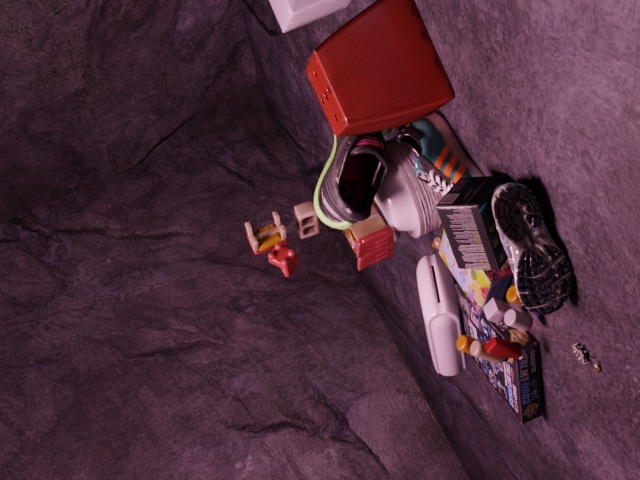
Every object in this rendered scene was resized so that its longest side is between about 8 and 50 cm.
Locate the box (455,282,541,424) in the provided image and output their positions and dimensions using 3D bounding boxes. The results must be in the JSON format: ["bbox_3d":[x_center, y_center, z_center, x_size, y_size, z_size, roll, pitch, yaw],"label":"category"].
[{"bbox_3d":[0.473,0.287,1.895,0.293,0.073,0.295,-125,13,-51],"label":"box"}]

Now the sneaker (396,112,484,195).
[{"bbox_3d":[0.282,-0.149,1.634,0.302,0.121,0.108,61,170,22],"label":"sneaker"}]

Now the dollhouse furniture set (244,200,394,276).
[{"bbox_3d":[0.000,0.000,2.020,0.152,0.374,0.201,83,162,-58],"label":"dollhouse furniture set"}]

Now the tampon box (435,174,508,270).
[{"bbox_3d":[0.333,-0.037,1.492,0.101,0.120,0.161,2,126,43],"label":"tampon box"}]

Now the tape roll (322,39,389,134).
[{"bbox_3d":[0.103,-0.446,2.098,0.321,0.077,0.321,155,90,-84],"label":"tape roll"}]

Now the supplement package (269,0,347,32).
[{"bbox_3d":[-0.050,-0.716,1.845,0.199,0.198,0.263,-168,54,-80],"label":"supplement package"}]

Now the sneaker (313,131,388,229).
[{"bbox_3d":[0.113,-0.265,1.848,0.202,0.185,0.483,8,93,60],"label":"sneaker"}]

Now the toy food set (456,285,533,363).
[{"bbox_3d":[0.433,0.215,1.671,0.232,0.104,0.111,-56,27,31],"label":"toy food set"}]

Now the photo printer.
[{"bbox_3d":[0.356,0.212,2.116,0.256,0.107,0.307,-92,-12,-46],"label":"photo printer"}]

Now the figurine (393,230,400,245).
[{"bbox_3d":[0.198,-0.098,2.236,0.209,0.092,0.215,-79,-29,-60],"label":"figurine"}]

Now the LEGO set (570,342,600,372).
[{"bbox_3d":[0.539,0.240,1.465,0.083,0.023,0.054,-137,24,-72],"label":"LEGO set"}]

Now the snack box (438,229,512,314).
[{"bbox_3d":[0.380,0.054,1.774,0.174,0.070,0.207,87,159,-57],"label":"snack box"}]

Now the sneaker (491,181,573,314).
[{"bbox_3d":[0.414,0.009,1.411,0.122,0.110,0.283,-75,-34,-73],"label":"sneaker"}]

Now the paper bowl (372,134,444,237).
[{"bbox_3d":[0.224,-0.141,1.991,0.284,0.148,0.284,62,173,14],"label":"paper bowl"}]

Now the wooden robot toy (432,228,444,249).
[{"bbox_3d":[0.332,-0.003,1.925,0.173,0.079,0.076,76,167,-54],"label":"wooden robot toy"}]

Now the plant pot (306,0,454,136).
[{"bbox_3d":[0.114,-0.377,1.641,0.267,0.235,0.267,65,172,-2],"label":"plant pot"}]
